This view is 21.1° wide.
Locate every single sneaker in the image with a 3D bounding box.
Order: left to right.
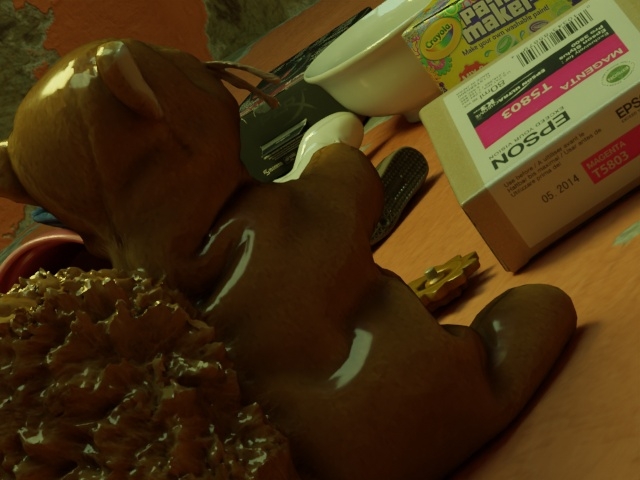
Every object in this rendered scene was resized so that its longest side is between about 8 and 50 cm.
[{"bbox_3d":[0.003,-0.082,2.154,0.094,0.080,0.212,1,43,50],"label":"sneaker"},{"bbox_3d":[0.051,-0.029,1.848,0.188,0.066,0.071,-40,-5,-41],"label":"sneaker"}]

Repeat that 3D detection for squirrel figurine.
[{"bbox_3d":[-0.089,0.050,1.157,0.281,0.370,0.397,-25,17,44],"label":"squirrel figurine"}]

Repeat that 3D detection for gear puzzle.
[{"bbox_3d":[0.000,0.113,1.485,0.339,0.044,0.175,-35,10,-3],"label":"gear puzzle"}]

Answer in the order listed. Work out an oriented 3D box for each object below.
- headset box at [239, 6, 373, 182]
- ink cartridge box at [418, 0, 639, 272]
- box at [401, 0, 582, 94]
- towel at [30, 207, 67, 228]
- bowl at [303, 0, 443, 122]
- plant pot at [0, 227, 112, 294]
[{"bbox_3d":[-0.018,-0.206,2.555,0.218,0.110,0.293,-30,13,30],"label":"headset box"},{"bbox_3d":[0.215,-0.107,1.468,0.234,0.088,0.193,-34,27,9],"label":"ink cartridge box"},{"bbox_3d":[0.283,-0.260,1.740,0.290,0.177,0.279,-26,16,39],"label":"box"},{"bbox_3d":[-0.189,-0.015,2.051,0.209,0.285,0.034,176,103,-71],"label":"towel"},{"bbox_3d":[0.134,-0.246,2.218,0.298,0.134,0.298,-36,11,8],"label":"bowl"},{"bbox_3d":[-0.272,0.075,2.030,0.201,0.201,0.180,-34,4,14],"label":"plant pot"}]
